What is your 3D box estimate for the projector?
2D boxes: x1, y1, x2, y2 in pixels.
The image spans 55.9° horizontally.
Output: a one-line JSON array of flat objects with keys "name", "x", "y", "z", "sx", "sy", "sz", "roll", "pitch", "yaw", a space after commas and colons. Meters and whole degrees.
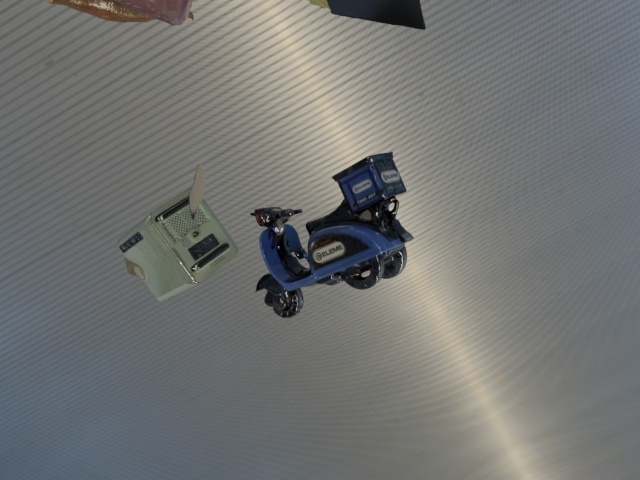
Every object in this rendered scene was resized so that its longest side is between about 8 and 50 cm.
[{"name": "projector", "x": -0.318, "y": 0.016, "z": 1.320, "sx": 0.243, "sy": 0.163, "sz": 0.177, "roll": -23, "pitch": 102, "yaw": 50}]

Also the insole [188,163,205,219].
[{"name": "insole", "x": -0.147, "y": -0.060, "z": 0.721, "sx": 0.002, "sy": 0.135, "sz": 0.045, "roll": -5, "pitch": 115, "yaw": -2}]

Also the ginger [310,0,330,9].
[{"name": "ginger", "x": -0.016, "y": -0.508, "z": 1.127, "sx": 0.193, "sy": 0.115, "sz": 0.122, "roll": 26, "pitch": 113, "yaw": 18}]

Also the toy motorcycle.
[{"name": "toy motorcycle", "x": 0.000, "y": 0.000, "z": 1.043, "sx": 0.359, "sy": 0.212, "sz": 0.125, "roll": -25, "pitch": 175, "yaw": 36}]

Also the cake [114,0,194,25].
[{"name": "cake", "x": -0.352, "y": -0.585, "z": 1.103, "sx": 0.309, "sy": 0.236, "sz": 0.230, "roll": 14, "pitch": 150, "yaw": -31}]

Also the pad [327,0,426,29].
[{"name": "pad", "x": 0.044, "y": -0.443, "z": 0.853, "sx": 0.005, "sy": 0.202, "sz": 0.299, "roll": -47, "pitch": 138, "yaw": -20}]

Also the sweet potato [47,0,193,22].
[{"name": "sweet potato", "x": -0.405, "y": -0.479, "z": 1.238, "sx": 0.314, "sy": 0.066, "sz": 0.072, "roll": -6, "pitch": 153, "yaw": -42}]
